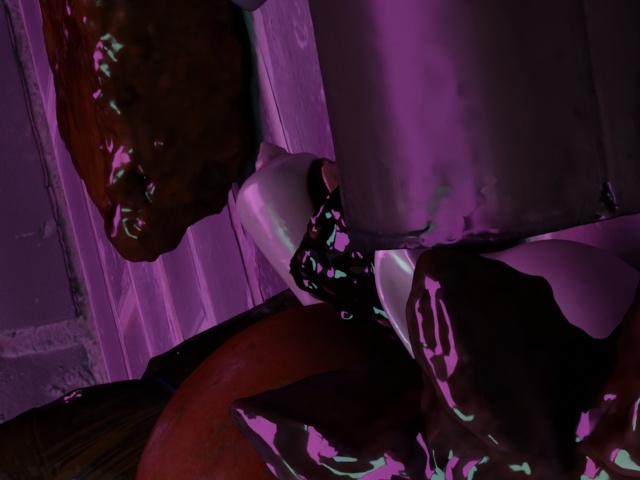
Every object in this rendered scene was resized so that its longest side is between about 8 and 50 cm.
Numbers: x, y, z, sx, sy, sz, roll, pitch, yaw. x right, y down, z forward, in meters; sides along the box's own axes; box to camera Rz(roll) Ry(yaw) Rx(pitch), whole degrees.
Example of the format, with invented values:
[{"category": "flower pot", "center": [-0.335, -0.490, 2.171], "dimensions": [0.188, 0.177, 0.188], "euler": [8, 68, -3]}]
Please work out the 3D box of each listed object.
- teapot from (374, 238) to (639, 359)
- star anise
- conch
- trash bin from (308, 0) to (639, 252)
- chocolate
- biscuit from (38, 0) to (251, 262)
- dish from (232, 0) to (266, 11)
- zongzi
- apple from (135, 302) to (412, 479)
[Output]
[{"category": "teapot", "center": [0.125, 0.123, 0.859], "dimensions": [0.208, 0.165, 0.300], "euler": [134, 135, -57]}, {"category": "star anise", "center": [0.114, 0.119, 0.692], "dimensions": [0.108, 0.315, 0.315], "euler": [-73, -12, -51]}, {"category": "conch", "center": [-0.003, -0.003, 1.325], "dimensions": [0.176, 0.104, 0.094], "euler": [68, -171, 23]}, {"category": "trash bin", "center": [0.083, -0.156, 0.699], "dimensions": [0.252, 0.203, 0.302], "euler": [-129, 30, -80]}, {"category": "chocolate", "center": [0.072, 0.016, 1.065], "dimensions": [0.133, 0.156, 0.156], "euler": [45, 155, 12]}, {"category": "biscuit", "center": [-0.187, -0.225, 1.672], "dimensions": [0.343, 0.166, 0.395], "euler": [-128, 29, -55]}, {"category": "dish", "center": [-0.078, -0.326, 1.302], "dimensions": [0.273, 0.133, 0.273], "euler": [55, -169, -16]}, {"category": "zongzi", "center": [-0.124, 0.269, 1.316], "dimensions": [0.208, 0.432, 0.403], "euler": [87, 161, -46]}, {"category": "apple", "center": [-0.001, 0.158, 1.108], "dimensions": [0.253, 0.253, 0.254], "euler": [169, 90, -74]}]
